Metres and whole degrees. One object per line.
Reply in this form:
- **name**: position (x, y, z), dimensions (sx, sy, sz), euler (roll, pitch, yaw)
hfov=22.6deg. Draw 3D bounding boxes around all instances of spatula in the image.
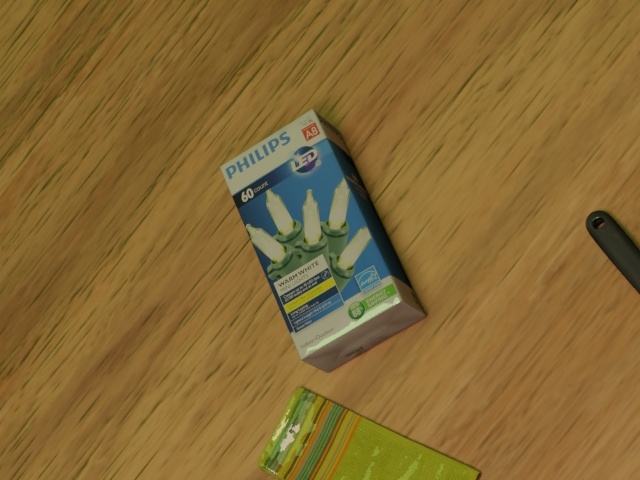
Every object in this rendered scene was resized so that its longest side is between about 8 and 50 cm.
- **spatula**: position (0.360, 0.076, 1.627), dimensions (0.084, 0.030, 0.296), euler (-38, 62, 8)

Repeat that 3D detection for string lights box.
- **string lights box**: position (0.000, 0.000, 1.787), dimensions (0.133, 0.077, 0.260), euler (-31, 64, 14)

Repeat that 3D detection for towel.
- **towel**: position (0.048, 0.246, 1.719), dimensions (0.237, 0.021, 0.102), euler (22, 85, 28)
